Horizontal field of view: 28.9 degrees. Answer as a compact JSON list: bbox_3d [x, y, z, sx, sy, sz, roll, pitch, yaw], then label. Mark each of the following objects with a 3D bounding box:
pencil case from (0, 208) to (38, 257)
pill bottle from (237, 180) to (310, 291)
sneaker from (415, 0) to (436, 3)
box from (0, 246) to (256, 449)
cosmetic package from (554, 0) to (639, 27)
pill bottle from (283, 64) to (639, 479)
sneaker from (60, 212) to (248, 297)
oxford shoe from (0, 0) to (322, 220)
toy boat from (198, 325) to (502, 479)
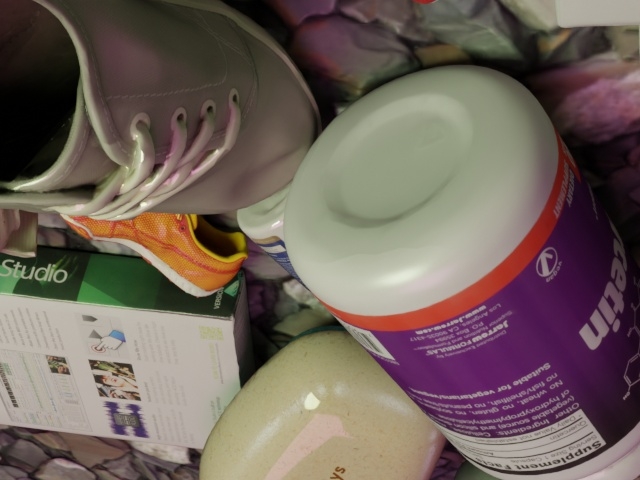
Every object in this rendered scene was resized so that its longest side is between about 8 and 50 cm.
[{"bbox_3d":[-0.255,-0.128,0.730,0.183,0.160,0.410,-5,147,-18],"label":"pencil case"},{"bbox_3d":[0.000,0.000,0.908,0.067,0.067,0.120,-19,134,33],"label":"pill bottle"},{"bbox_3d":[0.048,-0.163,0.684,0.042,0.067,0.118,0,142,14],"label":"sneaker"},{"bbox_3d":[-0.219,0.094,1.096,0.322,0.058,0.232,6,143,5],"label":"box"},{"bbox_3d":[0.140,-0.218,0.550,0.085,0.117,0.231,0,143,16],"label":"cosmetic package"},{"bbox_3d":[0.126,0.045,0.842,0.181,0.181,0.323,-14,137,29],"label":"pill bottle"},{"bbox_3d":[-0.131,-0.023,0.931,0.175,0.064,0.067,28,119,-29],"label":"sneaker"},{"bbox_3d":[-0.120,-0.066,0.665,0.169,0.130,0.449,-43,156,12],"label":"oxford shoe"},{"bbox_3d":[0.052,0.206,1.100,0.318,0.148,0.267,26,117,-18],"label":"toy boat"}]
